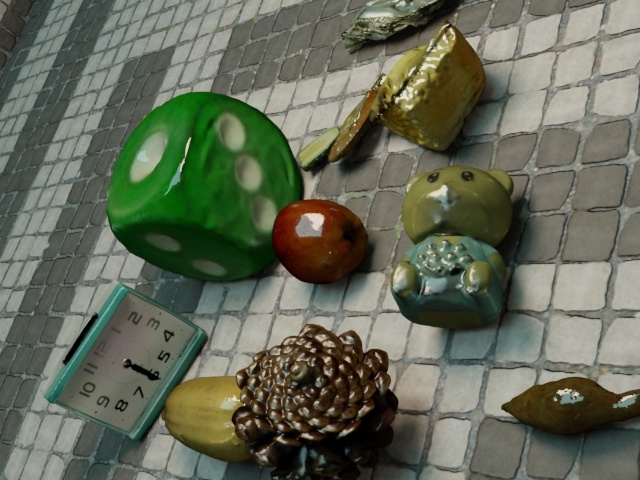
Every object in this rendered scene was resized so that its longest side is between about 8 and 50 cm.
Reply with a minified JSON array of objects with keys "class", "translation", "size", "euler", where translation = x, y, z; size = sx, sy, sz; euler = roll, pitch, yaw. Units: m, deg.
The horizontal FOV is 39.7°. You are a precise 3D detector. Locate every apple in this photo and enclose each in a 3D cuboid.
[{"class":"apple","translation":[-0.003,-0.001,1.597],"size":[0.158,0.147,0.156],"euler":[-16,78,51]}]

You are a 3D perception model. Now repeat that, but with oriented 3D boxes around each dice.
[{"class":"dice","translation":[-0.235,-0.099,1.791],"size":[0.287,0.300,0.297],"euler":[-16,54,41]}]

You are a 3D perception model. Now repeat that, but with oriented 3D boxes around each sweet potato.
[{"class":"sweet potato","translation":[0.351,0.215,1.162],"size":[0.269,0.074,0.075],"euler":[-13,54,34]}]

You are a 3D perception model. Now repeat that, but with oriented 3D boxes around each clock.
[{"class":"clock","translation":[-0.392,0.233,1.760],"size":[0.116,0.231,0.262],"euler":[26,82,54]}]

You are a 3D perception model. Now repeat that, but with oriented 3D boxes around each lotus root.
[{"class":"lotus root","translation":[-0.170,0.311,1.561],"size":[0.303,0.130,0.146],"euler":[-4,84,46]}]

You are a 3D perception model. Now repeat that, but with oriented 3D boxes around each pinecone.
[{"class":"pinecone","translation":[-0.012,0.265,1.354],"size":[0.264,0.264,0.264],"euler":[-25,47,31]}]

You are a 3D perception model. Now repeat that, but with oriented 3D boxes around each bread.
[{"class":"bread","translation":[0.204,-0.277,1.588],"size":[0.204,0.162,0.262],"euler":[-59,6,0]}]

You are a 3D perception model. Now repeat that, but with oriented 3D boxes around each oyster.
[{"class":"oyster","translation":[0.157,-0.469,1.828],"size":[0.252,0.087,0.199],"euler":[-39,32,7]}]

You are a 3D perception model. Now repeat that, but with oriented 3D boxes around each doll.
[{"class":"doll","translation":[0.209,0.000,1.385],"size":[0.176,0.161,0.261],"euler":[-3,61,21]}]

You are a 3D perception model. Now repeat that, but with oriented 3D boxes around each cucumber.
[{"class":"cucumber","translation":[0.005,-0.186,1.817],"size":[0.107,0.035,0.067],"euler":[-38,31,11]}]

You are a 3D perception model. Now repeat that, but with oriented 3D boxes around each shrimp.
[{"class":"shrimp","translation":[0.085,-0.239,1.746],"size":[0.217,0.051,0.115],"euler":[-55,15,-11]}]
